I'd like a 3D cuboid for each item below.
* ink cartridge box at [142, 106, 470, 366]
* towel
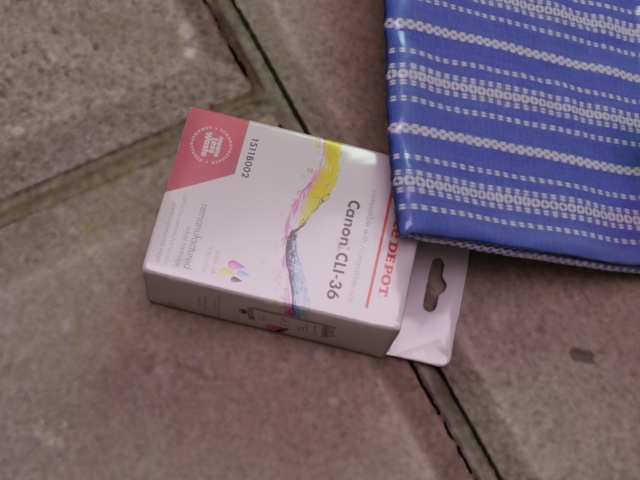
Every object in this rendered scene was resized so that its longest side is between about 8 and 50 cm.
[{"bbox_3d":[0.000,0.000,0.707,0.198,0.067,0.115,13,69,-1],"label":"ink cartridge box"},{"bbox_3d":[0.154,-0.147,0.753,0.243,0.040,0.335,8,68,-23],"label":"towel"}]
